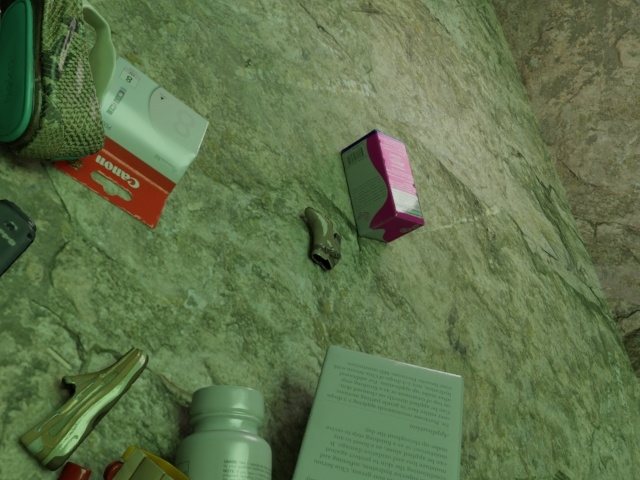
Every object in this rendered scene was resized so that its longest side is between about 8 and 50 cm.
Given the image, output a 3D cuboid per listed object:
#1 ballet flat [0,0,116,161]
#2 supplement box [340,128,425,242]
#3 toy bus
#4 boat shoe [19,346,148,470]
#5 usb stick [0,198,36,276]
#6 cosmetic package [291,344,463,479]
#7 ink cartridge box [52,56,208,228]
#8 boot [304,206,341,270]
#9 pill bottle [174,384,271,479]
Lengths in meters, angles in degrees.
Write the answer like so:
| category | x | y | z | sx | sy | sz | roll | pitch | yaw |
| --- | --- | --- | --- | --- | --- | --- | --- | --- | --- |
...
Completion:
| category | x | y | z | sx | sy | sz | roll | pitch | yaw |
| --- | --- | --- | --- | --- | --- | --- | --- | --- | --- |
| ballet flat | -0.390 | -0.348 | 0.943 | 0.182 | 0.164 | 0.482 | -2 | 84 | -54 |
| supplement box | 0.139 | -0.120 | 1.467 | 0.114 | 0.111 | 0.219 | 14 | 58 | -44 |
| toy bus | -0.225 | 0.348 | 0.753 | 0.104 | 0.202 | 0.190 | 55 | 21 | -52 |
| boat shoe | -0.296 | 0.194 | 0.822 | 0.072 | 0.068 | 0.190 | 42 | 40 | -5 |
| usb stick | -0.439 | 0.054 | 0.759 | 0.077 | 0.045 | 0.278 | 45 | 40 | -19 |
| cosmetic package | 0.067 | 0.386 | 0.918 | 0.230 | 0.161 | 0.453 | 13 | 40 | 5 |
| ink cartridge box | -0.296 | -0.162 | 1.052 | 0.189 | 0.066 | 0.232 | 36 | 41 | -28 |
| boot | 0.000 | 0.000 | 1.293 | 0.118 | 0.042 | 0.087 | 43 | 43 | -21 |
| pill bottle | -0.131 | 0.320 | 0.869 | 0.131 | 0.131 | 0.229 | 26 | 50 | -36 |
